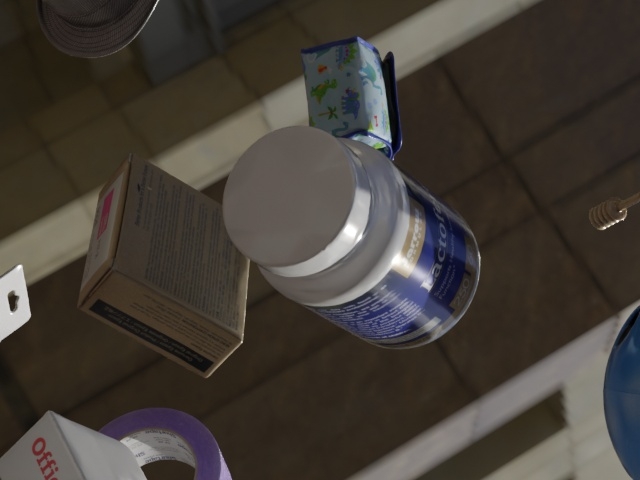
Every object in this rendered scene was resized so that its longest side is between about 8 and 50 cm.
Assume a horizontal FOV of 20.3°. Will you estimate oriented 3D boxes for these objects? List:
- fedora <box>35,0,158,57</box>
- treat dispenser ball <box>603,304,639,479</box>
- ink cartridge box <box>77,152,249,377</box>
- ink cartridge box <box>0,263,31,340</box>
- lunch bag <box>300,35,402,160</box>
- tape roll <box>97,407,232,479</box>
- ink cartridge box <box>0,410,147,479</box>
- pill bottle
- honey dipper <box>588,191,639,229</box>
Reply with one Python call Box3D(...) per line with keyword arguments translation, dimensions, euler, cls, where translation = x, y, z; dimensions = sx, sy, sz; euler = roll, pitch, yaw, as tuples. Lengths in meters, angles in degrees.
Box3D(translation=(-0.310, -0.390, 2.351), dimensions=(0.244, 0.275, 0.124), euler=(19, -6, 38), cls="fedora")
Box3D(translation=(0.444, 0.166, 1.890), dimensions=(0.288, 0.288, 0.288), euler=(55, -14, 21), cls="treat dispenser ball")
Box3D(translation=(-0.188, 0.029, 2.219), dimensions=(0.193, 0.088, 0.234), euler=(30, 34, -20), cls="ink cartridge box")
Box3D(translation=(-0.366, 0.081, 1.693), dimensions=(0.060, 0.180, 0.104), euler=(41, -27, 23), cls="ink cartridge box")
Box3D(translation=(0.048, -0.167, 2.184), dimensions=(0.151, 0.096, 0.128), euler=(22, 61, -65), cls="lunch bag")
Box3D(translation=(-0.207, 0.307, 2.224), dimensions=(0.189, 0.189, 0.080), euler=(51, -14, 34), cls="tape roll")
Box3D(translation=(-0.304, 0.362, 1.835), dimensions=(0.131, 0.306, 0.226), euler=(33, 15, -46), cls="ink cartridge box")
Box3D(translation=(0.028, -0.002, 1.592), dimensions=(0.153, 0.153, 0.265), euler=(53, 11, 29), cls="pill bottle")
Box3D(translation=(0.373, -0.052, 2.083), dimensions=(0.161, 0.030, 0.030), euler=(-33, -93, 53), cls="honey dipper")
